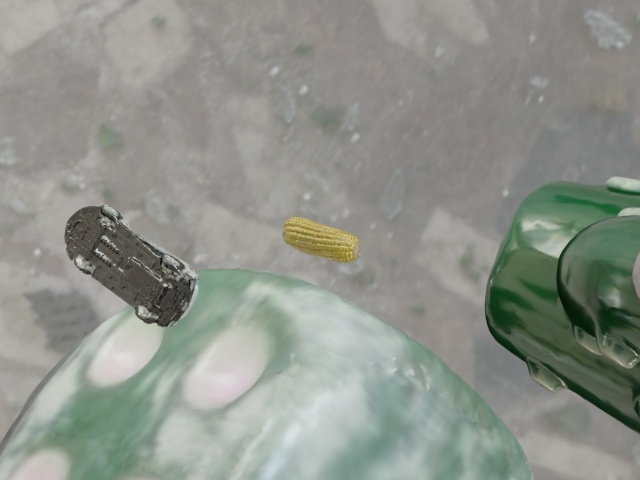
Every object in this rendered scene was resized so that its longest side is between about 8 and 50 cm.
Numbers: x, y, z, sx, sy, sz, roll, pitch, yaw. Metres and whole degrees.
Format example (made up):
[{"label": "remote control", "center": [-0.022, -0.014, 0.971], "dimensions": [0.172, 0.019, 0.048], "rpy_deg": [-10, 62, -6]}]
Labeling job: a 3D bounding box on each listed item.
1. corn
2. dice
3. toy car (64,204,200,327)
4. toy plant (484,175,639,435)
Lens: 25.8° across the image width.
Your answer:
[{"label": "corn", "center": [0.000, 0.000, 1.480], "dimensions": [0.092, 0.037, 0.037], "rpy_deg": [16, 122, 25]}, {"label": "dice", "center": [-0.056, 0.238, 1.133], "dimensions": [0.348, 0.328, 0.330], "rpy_deg": [5, 145, 50]}, {"label": "toy car", "center": [-0.112, 0.013, 0.818], "dimensions": [0.093, 0.025, 0.041], "rpy_deg": [37, 105, 21]}, {"label": "toy plant", "center": [0.175, 0.049, 0.465], "dimensions": [0.243, 0.232, 0.113], "rpy_deg": [24, 90, 0]}]
